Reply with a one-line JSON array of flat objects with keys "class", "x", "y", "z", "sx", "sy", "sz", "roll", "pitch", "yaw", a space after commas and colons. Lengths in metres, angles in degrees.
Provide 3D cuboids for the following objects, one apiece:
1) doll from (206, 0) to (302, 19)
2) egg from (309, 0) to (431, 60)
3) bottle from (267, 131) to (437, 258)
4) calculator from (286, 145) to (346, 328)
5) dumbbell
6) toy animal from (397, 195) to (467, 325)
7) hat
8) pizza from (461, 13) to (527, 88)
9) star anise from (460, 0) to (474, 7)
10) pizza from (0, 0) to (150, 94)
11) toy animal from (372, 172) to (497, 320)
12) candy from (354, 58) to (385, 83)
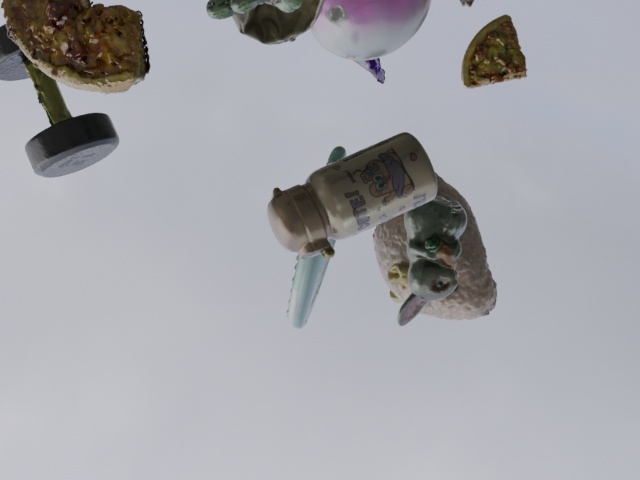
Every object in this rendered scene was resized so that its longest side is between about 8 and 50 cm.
[{"class": "doll", "x": -0.069, "y": -0.292, "z": 1.185, "sx": 0.150, "sy": 0.115, "sz": 0.077, "roll": -43, "pitch": -72, "yaw": -41}, {"class": "egg", "x": 0.078, "y": -0.389, "z": 1.602, "sx": 0.196, "sy": 0.196, "sz": 0.271, "roll": 24, "pitch": -155, "yaw": 3}, {"class": "bottle", "x": 0.038, "y": -0.049, "z": 1.271, "sx": 0.209, "sy": 0.097, "sz": 0.110, "roll": -25, "pitch": -98, "yaw": -12}, {"class": "calculator", "x": 0.000, "y": 0.000, "z": 1.504, "sx": 0.042, "sy": 0.295, "sz": 0.184, "roll": 17, "pitch": -149, "yaw": 5}, {"class": "dumbbell", "x": -0.600, "y": -0.321, "z": 2.254, "sx": 0.204, "sy": 0.204, "sz": 0.322, "roll": -20, "pitch": -96, "yaw": -48}, {"class": "toy animal", "x": 0.208, "y": 0.043, "z": 1.899, "sx": 0.125, "sy": 0.251, "sz": 0.127, "roll": 18, "pitch": -166, "yaw": 42}, {"class": "hat", "x": -0.046, "y": -0.364, "z": 1.388, "sx": 0.147, "sy": 0.085, "sz": 0.175, "roll": -8, "pitch": -112, "yaw": 15}, {"class": "pizza", "x": 0.363, "y": -0.376, "z": 2.053, "sx": 0.134, "sy": 0.175, "sz": 0.046, "roll": 22, "pitch": 177, "yaw": 8}, {"class": "star anise", "x": 0.164, "y": -0.308, "z": 1.114, "sx": 0.056, "sy": 0.129, "sz": 0.124, "roll": -7, "pitch": -122, "yaw": 16}, {"class": "pizza", "x": -0.377, "y": -0.322, "z": 1.524, "sx": 0.305, "sy": 0.161, "sz": 0.085, "roll": 35, "pitch": 179, "yaw": 24}, {"class": "toy animal", "x": 0.226, "y": 0.008, "z": 2.141, "sx": 0.227, "sy": 0.188, "sz": 0.358, "roll": -18, "pitch": -108, "yaw": 5}, {"class": "candy", "x": 0.073, "y": -0.474, "z": 2.336, "sx": 0.070, "sy": 0.145, "sz": 0.275, "roll": -15, "pitch": -144, "yaw": -27}]
